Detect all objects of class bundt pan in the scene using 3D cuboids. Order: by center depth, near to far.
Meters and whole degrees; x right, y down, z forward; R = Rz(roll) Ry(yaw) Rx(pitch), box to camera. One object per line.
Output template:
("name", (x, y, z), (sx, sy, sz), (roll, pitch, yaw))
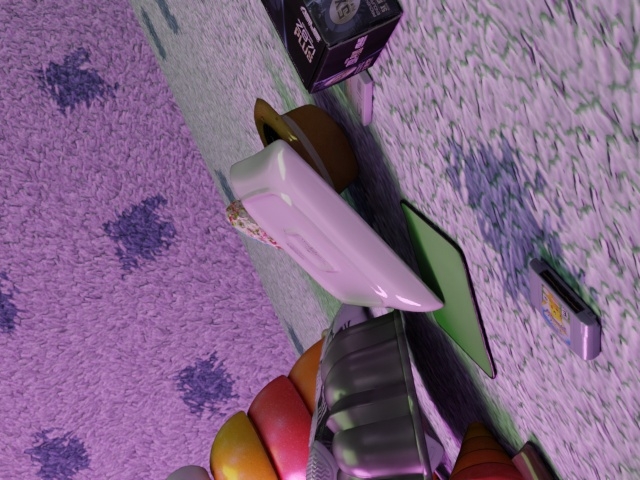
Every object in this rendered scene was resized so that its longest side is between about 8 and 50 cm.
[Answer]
("bundt pan", (0.080, 0.263, 1.304), (0.331, 0.124, 0.331), (-12, -90, -86))

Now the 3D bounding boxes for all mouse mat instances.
("mouse mat", (0.144, 0.055, 1.087), (0.152, 0.007, 0.190), (49, 161, 57))

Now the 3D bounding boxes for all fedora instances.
("fedora", (-0.010, -0.113, 1.231), (0.194, 0.079, 0.194), (54, 168, 16))

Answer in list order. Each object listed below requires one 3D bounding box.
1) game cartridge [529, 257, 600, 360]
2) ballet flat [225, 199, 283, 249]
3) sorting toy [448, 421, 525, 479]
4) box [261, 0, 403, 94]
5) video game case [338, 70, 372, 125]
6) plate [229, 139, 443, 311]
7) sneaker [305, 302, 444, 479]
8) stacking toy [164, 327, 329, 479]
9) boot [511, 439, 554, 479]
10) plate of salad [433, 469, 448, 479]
("game cartridge", (0.199, 0.058, 0.783), (0.083, 0.017, 0.056), (55, 170, 43))
("ballet flat", (-0.027, -0.018, 1.401), (0.241, 0.091, 0.077), (26, 138, 9))
("sorting toy", (0.225, 0.368, 1.259), (0.126, 0.127, 0.366), (-92, -10, -48))
("box", (-0.009, -0.249, 0.899), (0.180, 0.077, 0.147), (64, 170, 3))
("video game case", (0.024, -0.196, 1.059), (0.122, 0.011, 0.087), (60, 170, 22))
("plate", (0.000, 0.000, 1.210), (0.277, 0.045, 0.278), (44, 167, -11))
("sneaker", (0.095, 0.290, 1.596), (0.137, 0.210, 0.366), (118, 160, -77))
("stacking toy", (-0.085, 0.413, 1.807), (0.351, 0.480, 0.350), (61, 170, 18))
("boot", (0.245, 0.263, 1.023), (0.106, 0.037, 0.114), (88, 159, -62))
("plate of salad", (0.218, 0.474, 1.652), (0.200, 0.048, 0.200), (60, 169, 20))
